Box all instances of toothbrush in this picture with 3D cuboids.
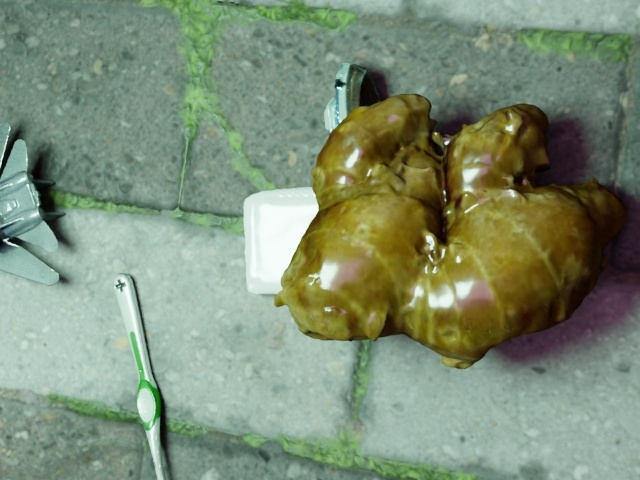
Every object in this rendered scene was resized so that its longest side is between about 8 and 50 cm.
[{"bbox_3d":[-0.205,0.186,1.319,0.030,0.030,0.304,-15,83,15],"label":"toothbrush"}]

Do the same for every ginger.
[{"bbox_3d":[0.140,-0.009,1.158,0.357,0.152,0.274,6,72,5],"label":"ginger"}]

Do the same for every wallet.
[{"bbox_3d":[0.000,0.000,1.268,0.182,0.032,0.124,-3,86,14],"label":"wallet"}]

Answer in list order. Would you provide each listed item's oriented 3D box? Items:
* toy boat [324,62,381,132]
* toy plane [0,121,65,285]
[{"bbox_3d":[0.036,-0.132,1.254,0.066,0.059,0.140,-9,86,42],"label":"toy boat"},{"bbox_3d":[-0.449,-0.009,1.366,0.267,0.088,0.212,-22,81,14],"label":"toy plane"}]
